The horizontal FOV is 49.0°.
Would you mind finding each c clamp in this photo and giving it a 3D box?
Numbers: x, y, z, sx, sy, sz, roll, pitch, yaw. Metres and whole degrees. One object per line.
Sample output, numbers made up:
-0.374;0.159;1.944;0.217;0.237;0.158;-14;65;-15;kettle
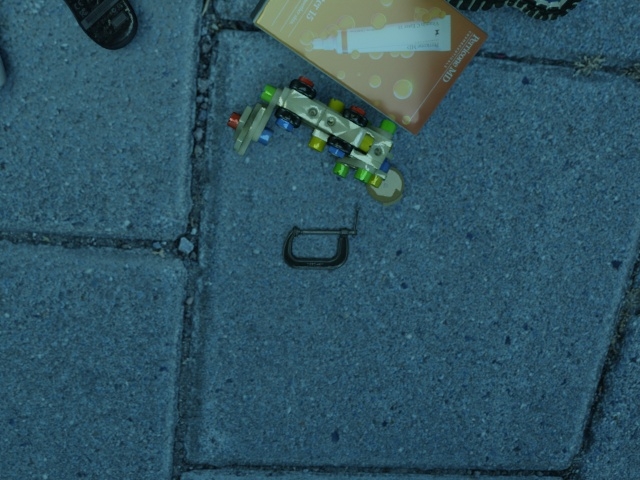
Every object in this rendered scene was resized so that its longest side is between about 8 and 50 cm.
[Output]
0.000;0.000;1.454;0.161;0.022;0.137;-5;117;-7;c clamp

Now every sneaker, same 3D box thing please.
0.308;-0.489;1.234;0.330;0.147;0.130;5;150;-26;sneaker

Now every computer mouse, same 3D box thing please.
-0.383;-0.469;1.197;0.184;0.060;0.262;-42;99;14;computer mouse

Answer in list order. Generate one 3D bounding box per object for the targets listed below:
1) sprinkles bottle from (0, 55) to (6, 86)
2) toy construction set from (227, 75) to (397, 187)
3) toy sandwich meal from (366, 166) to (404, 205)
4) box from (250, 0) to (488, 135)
-0.612;-0.411;1.118;0.121;0.121;0.355;-7;124;-5;sprinkles bottle
-0.005;-0.201;1.284;0.328;0.215;0.151;13;93;-7;toy construction set
0.133;-0.113;1.421;0.086;0.029;0.085;1;108;4;toy sandwich meal
0.079;-0.377;1.232;0.345;0.168;0.215;31;104;-18;box
